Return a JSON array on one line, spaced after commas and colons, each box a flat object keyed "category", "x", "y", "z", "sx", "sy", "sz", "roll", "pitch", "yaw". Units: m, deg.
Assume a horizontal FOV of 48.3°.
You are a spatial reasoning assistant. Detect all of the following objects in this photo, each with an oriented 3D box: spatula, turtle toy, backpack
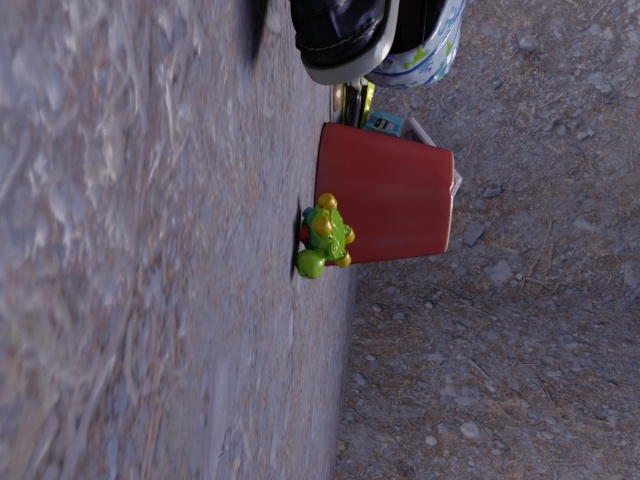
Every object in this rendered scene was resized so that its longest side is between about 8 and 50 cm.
[{"category": "spatula", "x": 0.048, "y": -0.186, "z": 1.491, "sx": 0.084, "sy": 0.030, "sz": 0.297, "roll": -79, "pitch": -176, "yaw": -49}, {"category": "turtle toy", "x": 0.000, "y": 0.000, "z": 1.034, "sx": 0.130, "sy": 0.066, "sz": 0.095, "roll": -78, "pitch": 147, "yaw": -43}, {"category": "backpack", "x": 0.170, "y": -0.482, "z": 1.416, "sx": 0.273, "sy": 0.289, "sz": 0.356, "roll": 61, "pitch": 38, "yaw": -58}]

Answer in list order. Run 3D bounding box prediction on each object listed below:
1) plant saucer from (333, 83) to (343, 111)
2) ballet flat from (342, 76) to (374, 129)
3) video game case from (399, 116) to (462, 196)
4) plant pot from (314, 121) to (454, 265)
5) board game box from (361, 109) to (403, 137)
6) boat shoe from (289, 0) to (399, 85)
[{"category": "plant saucer", "x": 0.039, "y": -0.315, "z": 1.514, "sx": 0.083, "sy": 0.015, "sz": 0.084, "roll": 4, "pitch": 90, "yaw": -85}, {"category": "ballet flat", "x": 0.089, "y": -0.358, "z": 1.748, "sx": 0.077, "sy": 0.077, "sz": 0.231, "roll": -9, "pitch": 105, "yaw": -75}, {"category": "video game case", "x": 0.213, "y": -0.135, "z": 1.511, "sx": 0.190, "sy": 0.022, "sz": 0.173, "roll": 58, "pitch": -29, "yaw": 29}, {"category": "plant pot", "x": 0.121, "y": -0.080, "z": 1.349, "sx": 0.275, "sy": 0.243, "sz": 0.275, "roll": 4, "pitch": 90, "yaw": -84}, {"category": "board game box", "x": 0.109, "y": -0.154, "z": 1.666, "sx": 0.336, "sy": 0.079, "sz": 0.254, "roll": -62, "pitch": 170, "yaw": -71}, {"category": "boat shoe", "x": 0.013, "y": -0.308, "z": 0.691, "sx": 0.113, "sy": 0.127, "sz": 0.340, "roll": 51, "pitch": 40, "yaw": -48}]
